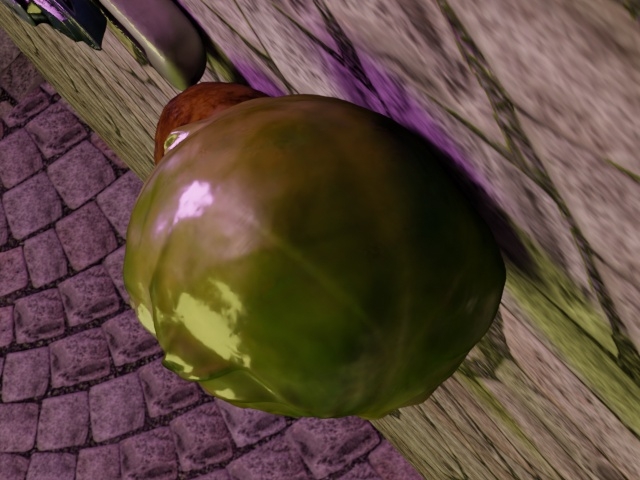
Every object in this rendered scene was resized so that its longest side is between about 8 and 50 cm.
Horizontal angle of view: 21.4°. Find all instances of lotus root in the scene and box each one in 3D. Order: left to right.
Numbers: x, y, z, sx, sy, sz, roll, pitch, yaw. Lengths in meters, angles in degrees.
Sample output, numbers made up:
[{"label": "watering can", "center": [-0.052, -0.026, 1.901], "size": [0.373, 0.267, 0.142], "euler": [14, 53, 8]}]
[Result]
[{"label": "lotus root", "center": [-0.056, -0.046, 1.008], "size": [0.190, 0.095, 0.108], "euler": [-134, 39, -62]}]

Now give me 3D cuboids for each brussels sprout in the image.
[{"label": "brussels sprout", "center": [0.000, -0.003, 0.719], "size": [0.152, 0.122, 0.149], "euler": [-1, -134, -48]}]

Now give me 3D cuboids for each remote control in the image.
[{"label": "remote control", "center": [-0.179, -0.213, 1.057], "size": [0.309, 0.038, 0.090], "euler": [47, 175, 7]}]

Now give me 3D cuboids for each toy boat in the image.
[{"label": "toy boat", "center": [-0.224, -0.201, 1.411], "size": [0.141, 0.060, 0.055], "euler": [42, 171, 25]}]
